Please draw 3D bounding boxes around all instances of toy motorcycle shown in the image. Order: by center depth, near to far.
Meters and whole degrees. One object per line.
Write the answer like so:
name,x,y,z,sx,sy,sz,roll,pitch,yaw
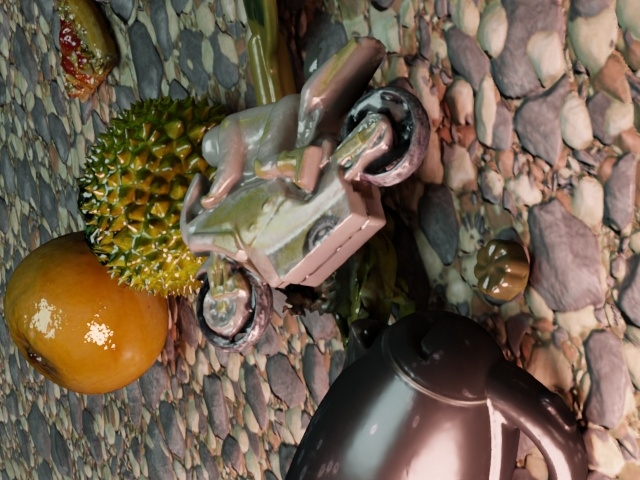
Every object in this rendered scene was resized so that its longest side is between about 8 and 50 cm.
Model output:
toy motorcycle,-0.038,-0.058,1.180,0.340,0.108,0.223,-45,57,24

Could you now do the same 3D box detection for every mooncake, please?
mooncake,0.097,-0.078,1.167,0.347,0.057,0.150,34,107,39

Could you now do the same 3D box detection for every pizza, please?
pizza,-0.390,-0.294,1.873,0.188,0.062,0.199,56,146,34

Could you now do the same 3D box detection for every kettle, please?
kettle,0.118,0.209,1.136,0.268,0.207,0.290,29,124,14

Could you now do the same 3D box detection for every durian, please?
durian,-0.185,-0.061,1.487,0.291,0.225,0.291,-6,-90,-85

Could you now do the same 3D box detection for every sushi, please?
sushi,0.006,-0.001,1.268,0.291,0.131,0.139,-118,32,-42

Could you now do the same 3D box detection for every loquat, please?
loquat,-0.363,0.113,1.810,0.263,0.263,0.263,31,128,51

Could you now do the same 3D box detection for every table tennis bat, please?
table tennis bat,-0.064,-0.256,1.323,0.198,0.050,0.321,-123,23,-68
